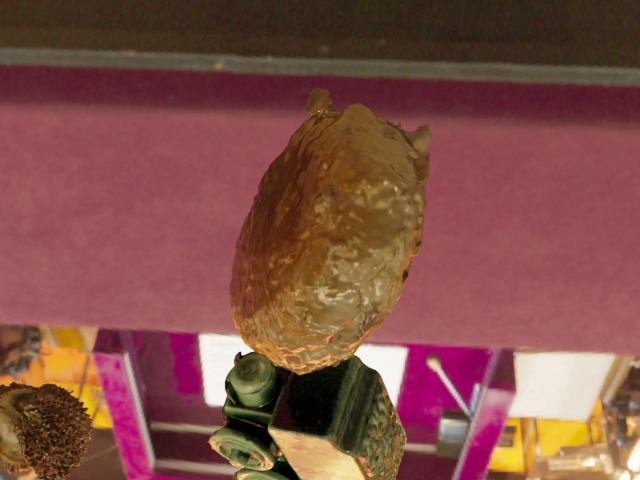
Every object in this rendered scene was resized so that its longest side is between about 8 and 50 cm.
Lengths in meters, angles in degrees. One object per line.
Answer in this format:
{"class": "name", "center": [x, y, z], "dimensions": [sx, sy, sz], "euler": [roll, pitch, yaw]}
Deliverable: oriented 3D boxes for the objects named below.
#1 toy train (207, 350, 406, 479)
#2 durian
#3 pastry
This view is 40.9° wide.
{"class": "toy train", "center": [-0.013, 0.268, 1.175], "dimensions": [0.238, 0.167, 0.299], "euler": [4, 144, 24]}
{"class": "durian", "center": [-0.475, 0.327, 1.418], "dimensions": [0.196, 0.167, 0.196], "euler": [16, 128, 21]}
{"class": "pastry", "center": [0.000, 0.000, 0.979], "dimensions": [0.136, 0.330, 0.329], "euler": [24, 137, -20]}
